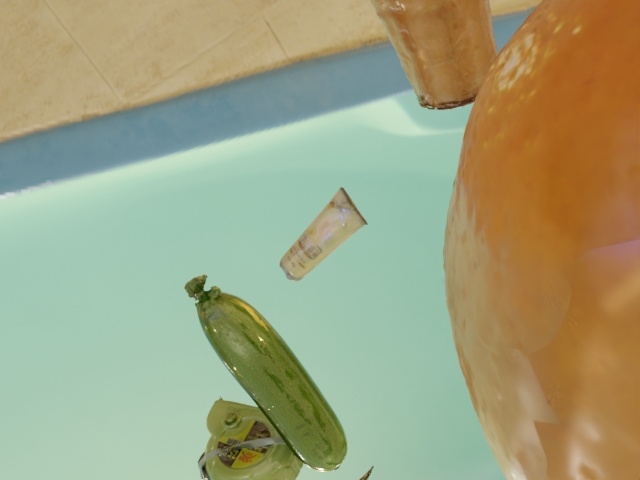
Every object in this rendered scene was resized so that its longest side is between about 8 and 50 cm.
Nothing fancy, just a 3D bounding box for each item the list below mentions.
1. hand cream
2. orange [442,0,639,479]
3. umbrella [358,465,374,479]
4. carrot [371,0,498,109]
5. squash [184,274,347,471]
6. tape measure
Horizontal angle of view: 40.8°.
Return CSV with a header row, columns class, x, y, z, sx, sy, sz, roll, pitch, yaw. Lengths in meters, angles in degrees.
class,x,y,z,sx,sy,sz,roll,pitch,yaw
hand cream,0.000,0.000,1.109,0.039,0.061,0.143,-2,142,-51
orange,0.261,0.029,0.426,0.424,0.326,0.424,12,127,16
umbrella,0.055,0.391,1.346,0.022,0.149,0.022,-36,89,38
carrot,0.179,-0.346,1.273,0.196,0.196,0.254,-29,118,-2
squash,-0.079,0.205,1.331,0.101,0.101,0.378,-37,96,4
tape measure,-0.111,0.357,1.438,0.200,0.175,0.106,4,137,24
